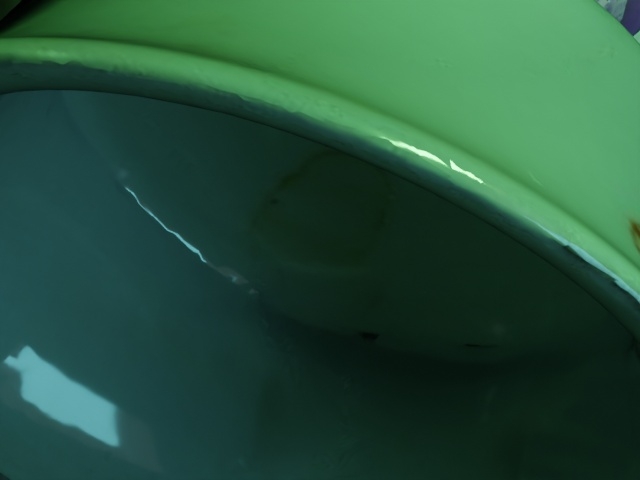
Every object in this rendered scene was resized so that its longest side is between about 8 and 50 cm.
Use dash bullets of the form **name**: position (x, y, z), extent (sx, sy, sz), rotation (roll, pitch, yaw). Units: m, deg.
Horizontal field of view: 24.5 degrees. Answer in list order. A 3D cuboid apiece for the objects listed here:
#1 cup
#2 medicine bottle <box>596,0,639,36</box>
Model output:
- **cup**: position (0.000, 0.000, 0.549), extent (0.347, 0.347, 0.163), rotation (66, 37, -47)
- **medicine bottle**: position (0.111, -0.181, 0.675), extent (0.290, 0.178, 0.178), rotation (-41, 138, -31)
